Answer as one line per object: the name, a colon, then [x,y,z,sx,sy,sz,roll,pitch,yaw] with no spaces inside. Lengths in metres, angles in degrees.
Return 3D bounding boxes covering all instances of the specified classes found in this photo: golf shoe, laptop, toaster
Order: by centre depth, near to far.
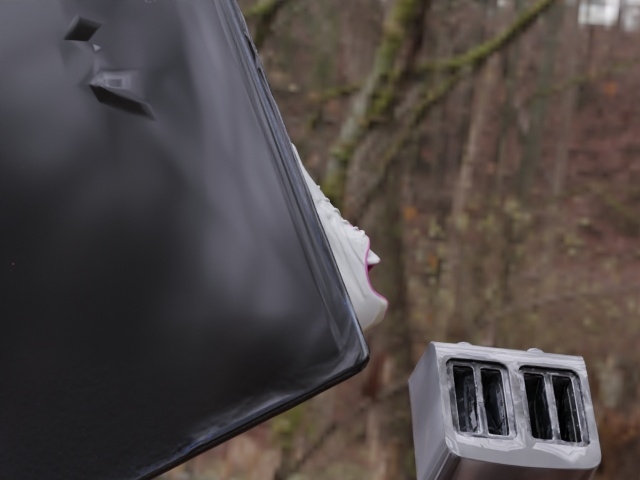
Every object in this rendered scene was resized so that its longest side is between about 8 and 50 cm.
laptop: [-0.169,0.029,1.079,0.236,0.382,0.408,-12,-28,-16]
toaster: [0.179,0.194,1.693,0.168,0.185,0.110,6,-42,-10]
golf shoe: [0.000,0.000,2.342,0.140,0.306,0.115,-10,-17,-17]
